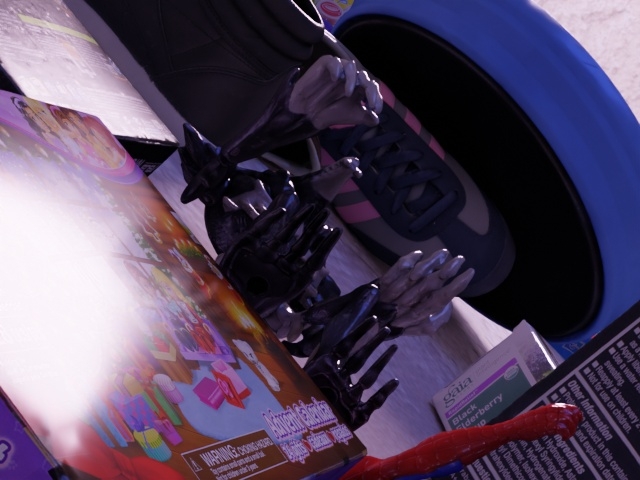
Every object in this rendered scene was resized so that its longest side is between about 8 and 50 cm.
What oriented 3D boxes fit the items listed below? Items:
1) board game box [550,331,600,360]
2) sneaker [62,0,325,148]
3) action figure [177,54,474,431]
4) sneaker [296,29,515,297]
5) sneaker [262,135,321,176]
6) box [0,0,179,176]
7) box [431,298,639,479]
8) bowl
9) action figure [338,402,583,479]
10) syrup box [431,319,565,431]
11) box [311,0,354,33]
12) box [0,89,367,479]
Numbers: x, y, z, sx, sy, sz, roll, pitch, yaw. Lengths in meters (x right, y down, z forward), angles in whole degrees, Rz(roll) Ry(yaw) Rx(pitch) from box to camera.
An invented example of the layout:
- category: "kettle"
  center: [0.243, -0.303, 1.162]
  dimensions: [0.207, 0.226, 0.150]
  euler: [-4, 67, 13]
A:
- category: "board game box"
  center: [0.341, 0.209, 1.703]
  dimensions: [0.308, 0.086, 0.302]
  euler: [50, 10, 5]
- category: "sneaker"
  center: [-0.114, -0.202, 1.123]
  dimensions: [0.296, 0.147, 0.104]
  euler: [48, 12, 5]
- category: "action figure"
  center: [0.000, 0.000, 0.874]
  dimensions: [0.164, 0.141, 0.275]
  euler: [56, 9, -17]
- category: "sneaker"
  center: [0.036, -0.078, 1.388]
  dimensions: [0.319, 0.112, 0.131]
  euler: [44, -3, 18]
- category: "sneaker"
  center: [-0.053, -0.111, 1.275]
  dimensions: [0.188, 0.066, 0.071]
  euler: [37, 17, -48]
- category: "box"
  center: [-0.170, -0.108, 0.833]
  dimensions: [0.184, 0.045, 0.191]
  euler: [48, 10, 8]
- category: "box"
  center: [0.274, 0.176, 0.942]
  dimensions: [0.183, 0.294, 0.296]
  euler: [39, 15, -44]
- category: "bowl"
  center: [0.148, -0.070, 1.469]
  dimensions: [0.391, 0.077, 0.391]
  euler: [44, -23, 24]
- category: "action figure"
  center: [0.100, 0.129, 0.679]
  dimensions: [0.280, 0.139, 0.091]
  euler: [20, -47, 57]
- category: "syrup box"
  center: [0.194, 0.174, 1.186]
  dimensions: [0.237, 0.093, 0.096]
  euler: [43, 12, -31]
- category: "box"
  center: [0.022, -0.243, 1.772]
  dimensions: [0.290, 0.177, 0.279]
  euler: [47, 10, -11]
- category: "box"
  center: [-0.095, 0.030, 0.587]
  dimensions: [0.201, 0.057, 0.293]
  euler: [50, 10, 10]
